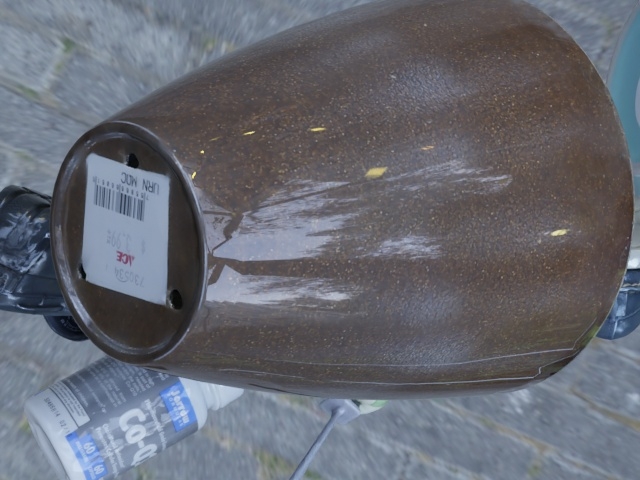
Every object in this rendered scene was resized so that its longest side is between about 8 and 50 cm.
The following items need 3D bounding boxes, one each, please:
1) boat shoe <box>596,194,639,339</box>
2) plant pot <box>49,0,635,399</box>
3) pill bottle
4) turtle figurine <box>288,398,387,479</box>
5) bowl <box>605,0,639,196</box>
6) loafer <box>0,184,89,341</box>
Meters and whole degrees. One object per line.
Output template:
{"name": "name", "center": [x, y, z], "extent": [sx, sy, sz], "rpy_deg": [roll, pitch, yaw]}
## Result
{"name": "boat shoe", "center": [0.221, 0.010, 1.338], "extent": [0.095, 0.254, 0.079], "rpy_deg": [4, 104, 0]}
{"name": "plant pot", "center": [-0.006, -0.013, 0.817], "extent": [0.230, 0.215, 0.215], "rpy_deg": [-9, 94, -45]}
{"name": "pill bottle", "center": [-0.127, 0.111, 1.183], "extent": [0.137, 0.078, 0.078], "rpy_deg": [-29, 95, -18]}
{"name": "turtle figurine", "center": [0.000, 0.000, 1.065], "extent": [0.198, 0.266, 0.274], "rpy_deg": [43, 100, 0]}
{"name": "bowl", "center": [0.369, -0.135, 1.556], "extent": [0.163, 0.311, 0.311], "rpy_deg": [11, 92, -18]}
{"name": "loafer", "center": [-0.144, 0.024, 1.073], "extent": [0.076, 0.223, 0.078], "rpy_deg": [29, 93, 26]}
